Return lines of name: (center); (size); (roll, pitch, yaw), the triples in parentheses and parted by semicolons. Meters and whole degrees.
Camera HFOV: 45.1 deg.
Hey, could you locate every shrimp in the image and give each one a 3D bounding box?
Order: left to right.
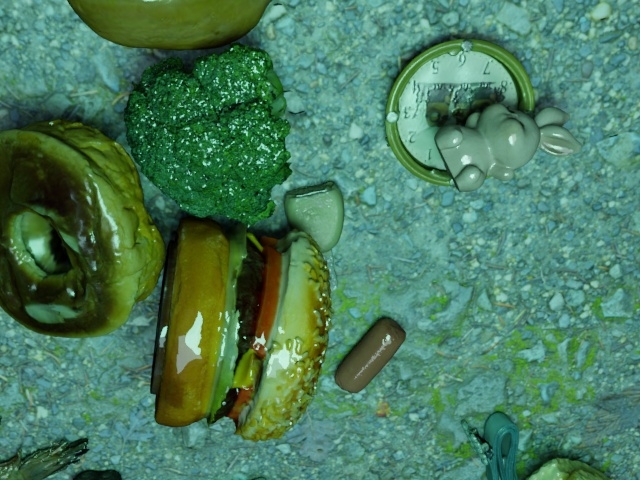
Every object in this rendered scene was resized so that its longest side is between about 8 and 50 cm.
shrimp: (-0.524, 0.371, 1.365); (0.219, 0.046, 0.152); (-19, 118, 2)

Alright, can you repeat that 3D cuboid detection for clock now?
clock: (0.213, -0.200, 1.201); (0.236, 0.057, 0.237); (-2, 114, -4)

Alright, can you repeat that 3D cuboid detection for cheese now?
cheese: (0.000, 0.000, 1.271); (0.097, 0.037, 0.192); (-11, 114, -1)

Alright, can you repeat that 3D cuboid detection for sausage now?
sausage: (0.086, 0.205, 1.361); (0.062, 0.062, 0.154); (34, 105, -20)

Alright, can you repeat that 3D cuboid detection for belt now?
belt: (0.333, 0.420, 1.490); (0.100, 0.065, 0.179); (-15, 115, -11)

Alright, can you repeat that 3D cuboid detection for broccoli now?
broccoli: (-0.138, -0.152, 1.075); (0.265, 0.294, 0.245); (45, 72, -12)

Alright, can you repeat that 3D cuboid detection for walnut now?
walnut: (-0.189, -0.341, 1.011); (0.297, 0.203, 0.203); (3, 113, -12)

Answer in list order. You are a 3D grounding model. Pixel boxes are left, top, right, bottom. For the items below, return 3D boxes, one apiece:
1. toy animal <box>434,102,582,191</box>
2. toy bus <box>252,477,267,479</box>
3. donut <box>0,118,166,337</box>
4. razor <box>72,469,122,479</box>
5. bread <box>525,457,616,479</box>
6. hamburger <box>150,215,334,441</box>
toy animal: (0.276, -0.156, 1.136); (0.212, 0.124, 0.124); (-25, 115, 0)
toy bus: (-0.200, 0.559, 1.445); (0.271, 0.133, 0.165); (-17, 110, -2)
donut: (-0.361, -0.015, 1.115); (0.329, 0.160, 0.330); (14, 119, 28)
razor: (-0.412, 0.496, 1.430); (0.089, 0.054, 0.148); (2, 113, -4)
bread: (0.420, 0.595, 1.510); (0.236, 0.165, 0.375); (24, 111, -40)
hamburger: (-0.120, 0.133, 1.167); (0.250, 0.330, 0.330); (6, 113, -12)
